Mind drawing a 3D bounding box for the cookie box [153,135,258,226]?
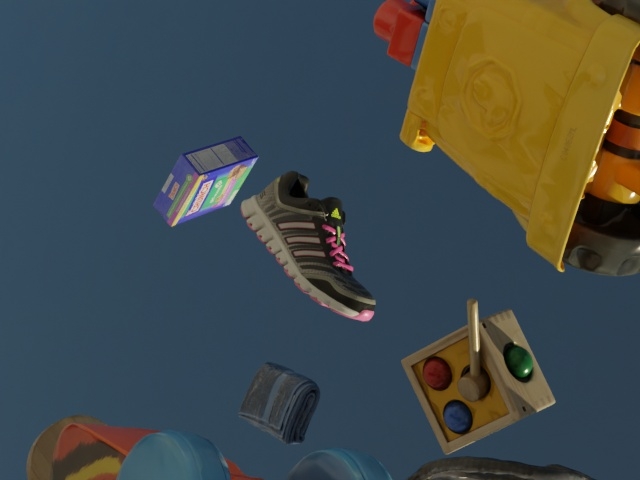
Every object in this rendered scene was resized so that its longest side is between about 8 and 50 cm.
[{"bbox_3d":[-0.139,-0.072,2.044,0.040,0.107,0.092,48,-50,18],"label":"cookie box"}]

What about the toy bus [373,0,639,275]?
[{"bbox_3d":[0.144,-0.099,0.934,0.211,0.220,0.149,34,-56,34],"label":"toy bus"}]

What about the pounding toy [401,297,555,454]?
[{"bbox_3d":[0.161,0.134,1.745,0.141,0.100,0.130,-32,-100,39],"label":"pounding toy"}]

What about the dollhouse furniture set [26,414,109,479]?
[{"bbox_3d":[-0.346,0.259,1.168,0.256,0.394,0.362,55,-30,-1],"label":"dollhouse furniture set"}]

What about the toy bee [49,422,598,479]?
[{"bbox_3d":[-0.035,0.150,0.620,0.298,0.195,0.162,153,-56,-77],"label":"toy bee"}]

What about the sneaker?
[{"bbox_3d":[0.000,0.000,1.525,0.075,0.063,0.170,-48,-120,12],"label":"sneaker"}]

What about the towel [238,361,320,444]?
[{"bbox_3d":[-0.040,0.158,1.661,0.119,0.029,0.067,16,-97,67],"label":"towel"}]
